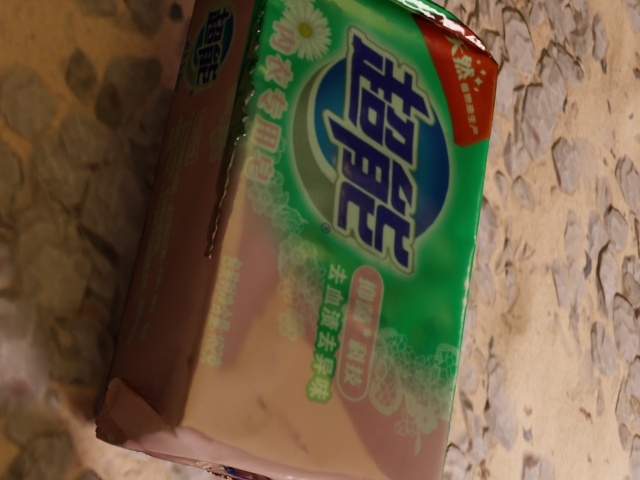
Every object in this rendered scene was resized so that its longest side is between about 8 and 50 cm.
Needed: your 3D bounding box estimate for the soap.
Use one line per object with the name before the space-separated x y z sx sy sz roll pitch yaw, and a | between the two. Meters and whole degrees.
soap | -0.002 0.000 0.697 0.218 0.098 0.273 24 67 -33
